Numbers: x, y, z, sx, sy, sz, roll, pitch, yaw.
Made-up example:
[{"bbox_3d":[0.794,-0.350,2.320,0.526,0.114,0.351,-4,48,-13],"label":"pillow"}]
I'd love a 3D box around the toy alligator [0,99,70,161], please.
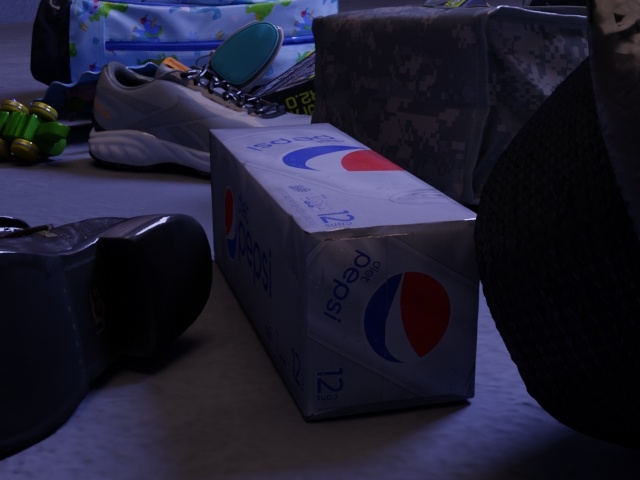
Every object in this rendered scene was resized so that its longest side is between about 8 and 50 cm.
[{"bbox_3d":[-0.326,-0.110,1.137,0.189,0.056,0.051,7,-25,28],"label":"toy alligator"}]

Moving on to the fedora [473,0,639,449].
[{"bbox_3d":[0.175,-0.008,0.474,0.152,0.334,0.334,-27,-6,42],"label":"fedora"}]

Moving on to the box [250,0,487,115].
[{"bbox_3d":[0.059,-0.190,1.202,0.216,0.060,0.270,-14,17,26],"label":"box"}]

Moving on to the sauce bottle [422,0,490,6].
[{"bbox_3d":[0.196,-0.272,1.471,0.111,0.112,0.344,4,5,14],"label":"sauce bottle"}]

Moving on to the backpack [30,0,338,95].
[{"bbox_3d":[-0.152,-0.281,1.432,0.355,0.274,0.290,15,12,9],"label":"backpack"}]

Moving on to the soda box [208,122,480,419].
[{"bbox_3d":[0.000,0.000,0.644,0.091,0.098,0.286,-4,16,-14],"label":"soda box"}]

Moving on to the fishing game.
[{"bbox_3d":[-0.240,-0.162,1.254,0.264,0.041,0.189,-13,-4,-9],"label":"fishing game"}]

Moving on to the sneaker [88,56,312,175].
[{"bbox_3d":[-0.107,-0.120,1.057,0.271,0.108,0.100,6,15,19],"label":"sneaker"}]

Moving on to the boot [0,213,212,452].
[{"bbox_3d":[-0.209,0.035,0.583,0.228,0.091,0.263,2,11,30],"label":"boot"}]

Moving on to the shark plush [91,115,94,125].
[{"bbox_3d":[-0.180,-0.142,1.203,0.161,0.067,0.073,-9,18,-27],"label":"shark plush"}]

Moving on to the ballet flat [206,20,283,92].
[{"bbox_3d":[-0.102,-0.166,1.161,0.057,0.168,0.052,44,3,8],"label":"ballet flat"}]

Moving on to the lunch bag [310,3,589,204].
[{"bbox_3d":[0.170,-0.119,0.944,0.286,0.169,0.235,-2,11,-33],"label":"lunch bag"}]

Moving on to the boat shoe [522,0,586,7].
[{"bbox_3d":[0.444,-0.338,1.539,0.186,0.156,0.500,-12,7,-20],"label":"boat shoe"}]
